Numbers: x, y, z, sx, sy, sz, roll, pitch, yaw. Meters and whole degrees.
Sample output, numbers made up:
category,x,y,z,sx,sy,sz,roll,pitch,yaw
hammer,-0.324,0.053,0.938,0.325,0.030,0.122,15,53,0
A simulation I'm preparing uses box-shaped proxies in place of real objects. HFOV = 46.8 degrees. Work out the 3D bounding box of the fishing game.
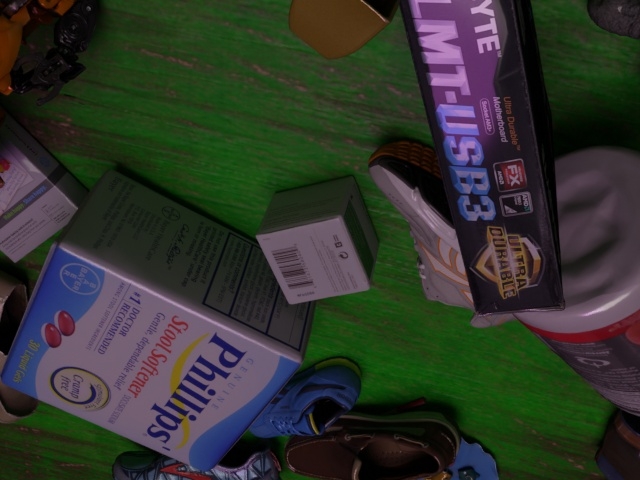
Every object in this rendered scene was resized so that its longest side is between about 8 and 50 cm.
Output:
category,x,y,z,sx,sy,sz,roll,pitch,yaw
fishing game,0.157,0.338,1.055,0.189,0.041,0.264,-28,113,29

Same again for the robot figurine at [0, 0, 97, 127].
category,x,y,z,sx,sy,sz,roll,pitch,yaw
robot figurine,-0.344,-0.182,0.669,0.085,0.291,0.211,0,140,51

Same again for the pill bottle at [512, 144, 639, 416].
category,x,y,z,sx,sy,sz,roll,pitch,yaw
pill bottle,0.309,0.066,0.713,0.176,0.176,0.318,-29,132,29

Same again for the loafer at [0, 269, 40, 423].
category,x,y,z,sx,sy,sz,roll,pitch,yaw
loafer,-0.433,0.152,1.017,0.092,0.102,0.269,7,126,15

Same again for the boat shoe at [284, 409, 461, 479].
category,x,y,z,sx,sy,sz,roll,pitch,yaw
boat shoe,0.054,0.284,0.987,0.257,0.095,0.095,-17,103,26

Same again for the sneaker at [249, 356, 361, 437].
category,x,y,z,sx,sy,sz,roll,pitch,yaw
sneaker,-0.033,0.231,0.997,0.209,0.082,0.069,-33,115,32

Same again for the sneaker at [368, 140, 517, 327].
category,x,y,z,sx,sy,sz,roll,pitch,yaw
sneaker,0.131,0.010,0.793,0.262,0.099,0.121,42,128,-16

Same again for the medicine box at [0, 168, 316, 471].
category,x,y,z,sx,sy,sz,roll,pitch,yaw
medicine box,-0.192,0.107,0.893,0.289,0.149,0.263,28,127,-12

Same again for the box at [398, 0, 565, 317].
category,x,y,z,sx,sy,sz,roll,pitch,yaw
box,0.124,-0.148,0.553,0.073,0.293,0.296,-10,122,19

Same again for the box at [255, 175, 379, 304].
category,x,y,z,sx,sy,sz,roll,pitch,yaw
box,0.000,0.000,0.817,0.101,0.087,0.101,-12,122,20

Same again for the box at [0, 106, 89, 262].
category,x,y,z,sx,sy,sz,roll,pitch,yaw
box,-0.386,-0.075,0.883,0.145,0.038,0.186,-29,113,29

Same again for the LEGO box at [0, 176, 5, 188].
category,x,y,z,sx,sy,sz,roll,pitch,yaw
LEGO box,-0.604,-0.065,0.610,0.193,0.500,0.373,-10,116,42

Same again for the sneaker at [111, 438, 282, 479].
category,x,y,z,sx,sy,sz,roll,pitch,yaw
sneaker,-0.183,0.325,1.106,0.261,0.104,0.125,3,109,6

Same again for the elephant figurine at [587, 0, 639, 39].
category,x,y,z,sx,sy,sz,roll,pitch,yaw
elephant figurine,0.350,-0.111,0.603,0.239,0.186,0.169,1,162,44

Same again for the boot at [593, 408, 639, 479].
category,x,y,z,sx,sy,sz,roll,pitch,yaw
boot,0.444,0.299,0.907,0.219,0.082,0.106,41,137,24

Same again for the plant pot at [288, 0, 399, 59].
category,x,y,z,sx,sy,sz,roll,pitch,yaw
plant pot,0.017,-0.214,0.668,0.081,0.081,0.083,35,137,-13
